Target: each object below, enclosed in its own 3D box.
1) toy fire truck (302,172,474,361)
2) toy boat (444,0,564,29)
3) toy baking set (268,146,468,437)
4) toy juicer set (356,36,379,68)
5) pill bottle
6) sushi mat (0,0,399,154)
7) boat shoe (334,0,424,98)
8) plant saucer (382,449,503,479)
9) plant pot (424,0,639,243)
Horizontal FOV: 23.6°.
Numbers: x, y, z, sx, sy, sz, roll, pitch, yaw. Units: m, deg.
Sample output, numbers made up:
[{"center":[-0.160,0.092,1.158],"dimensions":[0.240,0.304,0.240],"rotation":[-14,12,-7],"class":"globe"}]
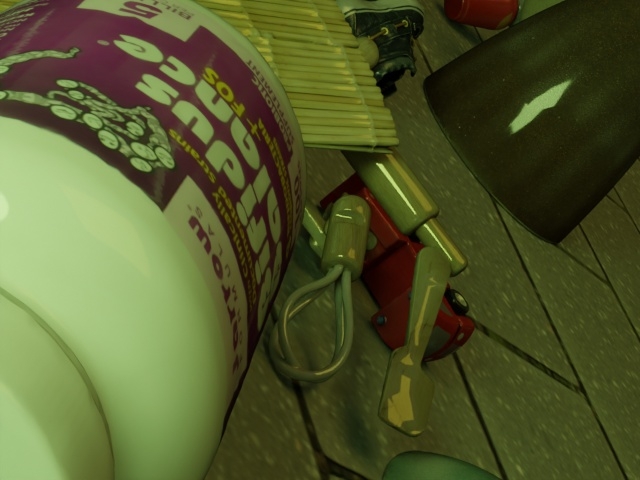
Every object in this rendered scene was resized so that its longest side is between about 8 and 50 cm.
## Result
[{"center":[0.017,-0.008,1.018],"dimensions":[0.135,0.047,0.192],"rotation":[12,43,-59],"class":"toy fire truck"},{"center":[0.278,-0.239,1.734],"dimensions":[0.148,0.268,0.318],"rotation":[1,20,-29],"class":"toy boat"},{"center":[0.003,-0.003,0.930],"dimensions":[0.256,0.030,0.196],"rotation":[51,43,6],"class":"toy baking set"},{"center":[-0.026,-0.243,1.231],"dimensions":[0.209,0.089,0.329],"rotation":[9,75,-64],"class":"toy juicer set"},{"center":[-0.104,0.019,0.539],"dimensions":[0.169,0.169,0.301],"rotation":[46,20,-11],"class":"pill bottle"},{"center":[-0.090,-0.120,0.889],"dimensions":[0.316,0.019,0.151],"rotation":[0,56,-44],"class":"sushi mat"},{"center":[0.059,-0.170,1.375],"dimensions":[0.083,0.065,0.183],"rotation":[55,28,10],"class":"boat shoe"},{"center":[0.114,0.195,0.886],"dimensions":[0.195,0.037,0.195],"rotation":[42,23,-22],"class":"plant saucer"},{"center":[0.259,-0.150,1.513],"dimensions":[0.215,0.230,0.215],"rotation":[42,22,-22],"class":"plant pot"}]
